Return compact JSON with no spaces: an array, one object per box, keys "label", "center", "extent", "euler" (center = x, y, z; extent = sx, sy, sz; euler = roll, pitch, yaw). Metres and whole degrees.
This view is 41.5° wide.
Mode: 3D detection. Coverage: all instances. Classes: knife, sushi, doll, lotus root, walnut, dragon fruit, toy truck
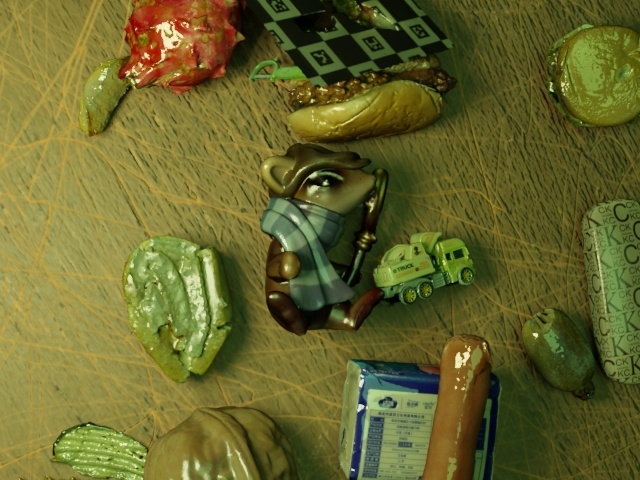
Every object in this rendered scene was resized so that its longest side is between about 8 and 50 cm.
[{"label":"knife","center":[-0.053,-0.306,1.506],"extent":[0.015,0.212,0.054],"euler":[38,74,-38]},{"label":"sushi","center":[0.009,-0.406,1.497],"extent":[0.359,0.064,0.343],"euler":[-25,69,-39]},{"label":"doll","center":[0.004,0.001,1.456],"extent":[0.209,0.318,0.340],"euler":[-2,79,22]},{"label":"lotus root","center":[0.456,0.218,1.592],"extent":[0.113,0.088,0.192],"euler":[-33,92,-16]},{"label":"walnut","center":[-0.162,0.407,1.416],"extent":[0.273,0.227,0.273],"euler":[1,81,-5]},{"label":"dragon fruit","center":[-0.242,-0.359,1.476],"extent":[0.205,0.210,0.268],"euler":[29,75,34]},{"label":"toy truck","center":[0.182,0.046,1.542],"extent":[0.191,0.085,0.116],"euler":[-17,92,-25]}]

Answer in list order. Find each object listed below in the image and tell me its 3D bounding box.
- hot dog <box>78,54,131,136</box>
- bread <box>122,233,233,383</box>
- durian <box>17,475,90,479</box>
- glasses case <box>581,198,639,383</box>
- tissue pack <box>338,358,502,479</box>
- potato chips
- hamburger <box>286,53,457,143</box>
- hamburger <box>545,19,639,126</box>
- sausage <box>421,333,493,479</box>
[{"label":"hot dog","center":[-0.390,-0.268,1.509],"extent":[0.061,0.078,0.169],"euler":[24,80,33]},{"label":"bread","center":[-0.242,0.114,1.476],"extent":[0.185,0.124,0.257],"euler":[-18,90,-10]},{"label":"durian","center":[-0.461,0.494,1.422],"extent":[0.341,0.112,0.191],"euler":[18,86,-5]},{"label":"glasses case","center":[0.586,0.096,1.619],"extent":[0.137,0.085,0.355],"euler":[-5,87,-10]},{"label":"tissue pack","center":[0.173,0.326,1.520],"extent":[0.269,0.137,0.209],"euler":[5,88,-12]},{"label":"potato chips","center":[-0.366,0.378,1.486],"extent":[0.207,0.028,0.092],"euler":[17,85,-5]},{"label":"hamburger","center":[0.086,-0.266,1.533],"extent":[0.282,0.245,0.156],"euler":[-11,88,24]},{"label":"hamburger","center":[0.533,-0.308,1.624],"extent":[0.189,0.122,0.215],"euler":[-29,94,-3]},{"label":"sausage","center":[0.214,0.364,1.413],"extent":[0.094,0.094,0.419],"euler":[12,91,28]}]
